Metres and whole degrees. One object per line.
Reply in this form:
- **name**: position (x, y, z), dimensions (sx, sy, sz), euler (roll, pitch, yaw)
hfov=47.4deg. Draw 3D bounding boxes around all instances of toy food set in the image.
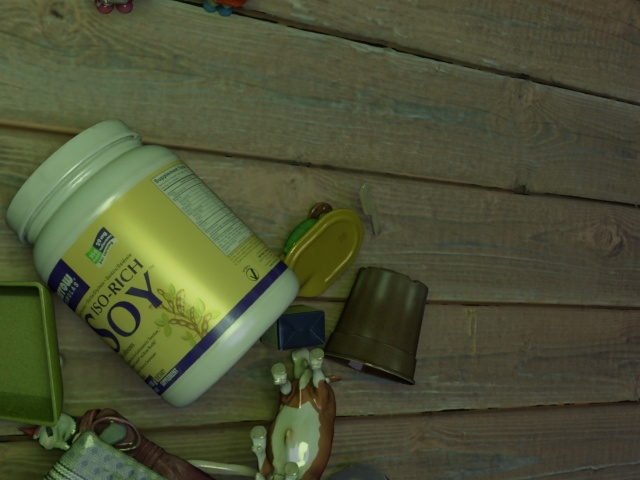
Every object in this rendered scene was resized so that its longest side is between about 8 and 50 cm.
- **toy food set**: position (0.000, 0.000, 1.221), dimensions (0.218, 0.071, 0.128), euler (-43, 136, -16)

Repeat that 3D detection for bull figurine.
- **bull figurine**: position (-0.033, 0.278, 1.112), dimensions (0.188, 0.101, 0.310), euler (76, 17, -48)

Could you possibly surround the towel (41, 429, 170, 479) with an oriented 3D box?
- **towel**: position (-0.247, 0.428, 0.860), dimensions (0.324, 0.056, 0.312), euler (41, 74, -21)

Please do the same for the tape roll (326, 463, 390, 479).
- **tape roll**: position (0.057, 0.476, 1.216), dimensions (0.189, 0.189, 0.080), euler (-46, 112, -17)

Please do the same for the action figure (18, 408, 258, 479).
- **action figure**: position (-0.253, 0.325, 1.044), dimensions (0.370, 0.276, 0.248), euler (37, 119, 1)

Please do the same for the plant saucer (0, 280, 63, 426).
- **plant saucer**: position (-0.414, 0.142, 0.971), dimensions (0.045, 0.188, 0.188), euler (-17, 105, -63)

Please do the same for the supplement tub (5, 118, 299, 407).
- **supplement tub**: position (-0.218, 0.027, 0.966), dimensions (0.331, 0.241, 0.241), euler (45, 73, -1)

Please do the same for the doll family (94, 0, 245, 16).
- **doll family**: position (-0.200, -0.389, 1.021), dimensions (0.263, 0.163, 0.118), euler (-10, 99, -27)

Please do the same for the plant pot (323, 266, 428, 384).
- **plant pot**: position (0.101, 0.140, 1.234), dimensions (0.167, 0.167, 0.165), euler (24, 76, -27)

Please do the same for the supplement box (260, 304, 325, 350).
- **supplement box**: position (-0.047, 0.140, 1.191), dimensions (0.083, 0.083, 0.056), euler (-3, 94, -27)
